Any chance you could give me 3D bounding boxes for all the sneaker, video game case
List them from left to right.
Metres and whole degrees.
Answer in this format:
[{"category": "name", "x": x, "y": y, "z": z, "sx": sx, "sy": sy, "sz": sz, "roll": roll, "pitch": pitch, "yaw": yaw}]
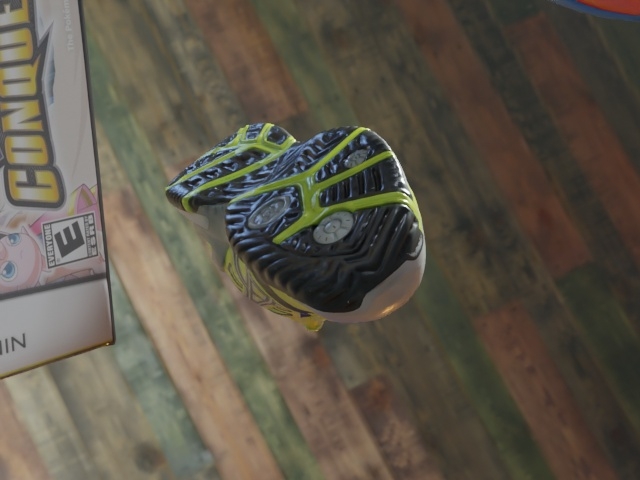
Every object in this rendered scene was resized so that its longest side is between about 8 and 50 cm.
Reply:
[{"category": "video game case", "x": -0.210, "y": -0.054, "z": 0.614, "sx": 0.035, "sy": 0.248, "sz": 0.275, "roll": 6, "pitch": -75, "yaw": 41}, {"category": "sneaker", "x": 0.000, "y": 0.000, "z": 1.072, "sx": 0.147, "sy": 0.145, "sz": 0.384, "roll": 55, "pitch": -8, "yaw": -21}]

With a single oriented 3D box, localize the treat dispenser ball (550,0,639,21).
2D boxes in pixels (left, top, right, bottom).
[{"category": "treat dispenser ball", "x": 0.188, "y": -0.265, "z": 0.726, "sx": 0.288, "sy": 0.288, "sz": 0.288, "roll": 47, "pitch": -29, "yaw": 36}]
